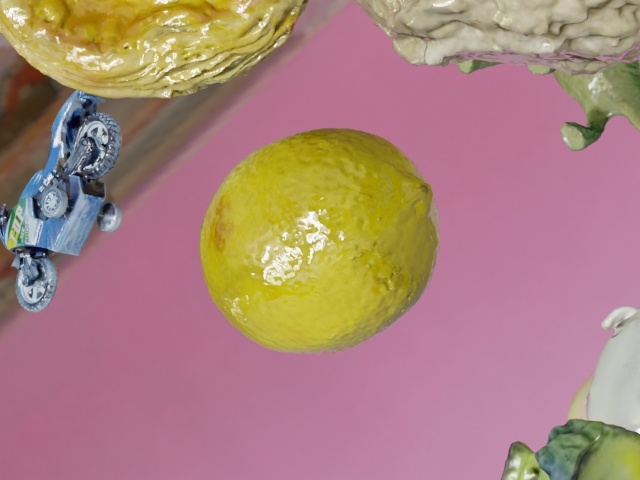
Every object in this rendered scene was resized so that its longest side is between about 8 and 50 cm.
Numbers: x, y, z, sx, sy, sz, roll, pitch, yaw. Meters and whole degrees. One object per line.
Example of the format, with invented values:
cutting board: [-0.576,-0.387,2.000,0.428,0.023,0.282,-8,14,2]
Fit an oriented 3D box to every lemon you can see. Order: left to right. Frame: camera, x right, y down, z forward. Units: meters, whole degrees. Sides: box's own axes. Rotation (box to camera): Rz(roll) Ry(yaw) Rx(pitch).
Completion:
lemon: [-0.001,0.001,1.744,0.267,0.267,0.267,-34,-11,-7]

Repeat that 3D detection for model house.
model house: [0.164,0.232,1.170,0.170,0.194,0.211,20,-13,-28]

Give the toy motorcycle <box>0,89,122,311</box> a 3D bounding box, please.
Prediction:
toy motorcycle: [-0.302,-0.049,1.820,0.092,0.135,0.254,12,-69,-46]

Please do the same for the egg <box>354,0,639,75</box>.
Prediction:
egg: [0.119,-0.221,0.893,0.279,0.279,0.310,-33,7,-11]

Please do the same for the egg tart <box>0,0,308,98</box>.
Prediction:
egg tart: [-0.143,-0.251,1.290,0.295,0.295,0.116,-36,5,1]

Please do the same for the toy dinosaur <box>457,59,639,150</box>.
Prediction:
toy dinosaur: [0.293,-0.203,1.595,0.301,0.447,0.087,-24,-35,-39]

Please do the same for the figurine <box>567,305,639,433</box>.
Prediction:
figurine: [0.304,0.181,1.557,0.274,0.226,0.394,-35,-3,-5]
